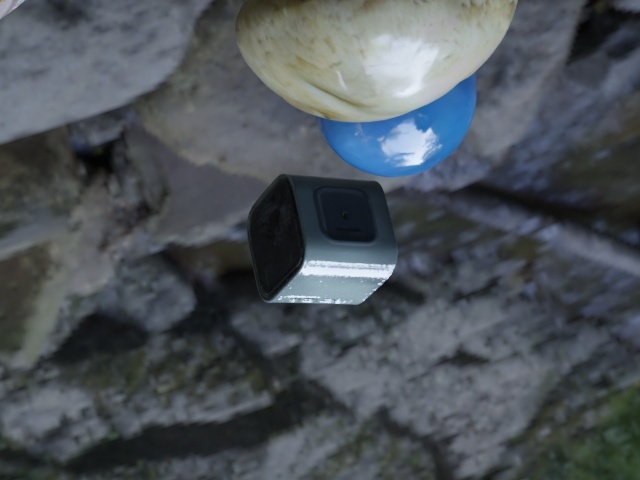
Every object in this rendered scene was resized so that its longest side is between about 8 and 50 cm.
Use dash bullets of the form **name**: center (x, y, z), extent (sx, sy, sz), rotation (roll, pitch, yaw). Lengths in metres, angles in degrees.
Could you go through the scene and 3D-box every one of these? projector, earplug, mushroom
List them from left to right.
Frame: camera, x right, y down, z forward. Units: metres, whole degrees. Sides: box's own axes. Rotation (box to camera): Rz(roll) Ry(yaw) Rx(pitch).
- **projector**: center (0.000, 0.000, 1.189), extent (0.082, 0.083, 0.083), rotation (3, 151, -30)
- **mushroom**: center (0.028, -0.118, 0.758), extent (0.148, 0.112, 0.148), rotation (-31, -160, 13)
- **earplug**: center (0.041, -0.173, 1.016), extent (0.132, 0.273, 0.132), rotation (-4, 163, -1)

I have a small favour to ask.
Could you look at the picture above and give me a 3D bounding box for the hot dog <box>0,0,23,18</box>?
- **hot dog**: center (-0.231, -0.114, 0.743), extent (0.252, 0.069, 0.131), rotation (-36, 174, -35)
